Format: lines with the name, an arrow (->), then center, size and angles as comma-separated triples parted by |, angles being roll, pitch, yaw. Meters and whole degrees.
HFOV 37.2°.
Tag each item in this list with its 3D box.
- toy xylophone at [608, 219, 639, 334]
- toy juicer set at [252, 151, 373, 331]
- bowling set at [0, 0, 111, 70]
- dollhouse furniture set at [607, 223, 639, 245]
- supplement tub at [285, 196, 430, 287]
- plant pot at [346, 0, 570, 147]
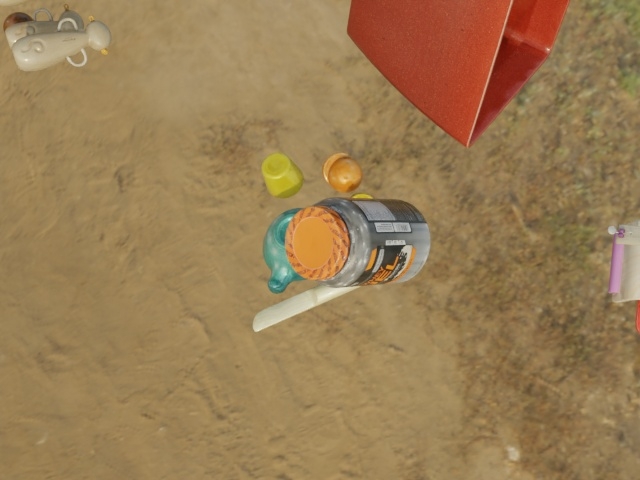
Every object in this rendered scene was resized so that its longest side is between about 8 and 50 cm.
toy xylophone -> 0.563, 0.072, 1.322 | 0.322, 0.081, 0.236 | 14, 82, 11
toy juicer set -> 0.000, 0.000, 1.586 | 0.209, 0.089, 0.329 | -5, 63, 13
bowling set -> -0.453, -0.401, 1.549 | 0.154, 0.200, 0.287 | -19, 92, -14
dollhouse furniture set -> 0.421, -0.039, 1.214 | 0.091, 0.081, 0.114 | 29, 72, -51
supplement tub -> 0.049, 0.002, 1.238 | 0.190, 0.117, 0.117 | -2, 72, -50
plant pot -> 0.188, -0.338, 1.279 | 0.235, 0.267, 0.267 | 31, 53, 17
